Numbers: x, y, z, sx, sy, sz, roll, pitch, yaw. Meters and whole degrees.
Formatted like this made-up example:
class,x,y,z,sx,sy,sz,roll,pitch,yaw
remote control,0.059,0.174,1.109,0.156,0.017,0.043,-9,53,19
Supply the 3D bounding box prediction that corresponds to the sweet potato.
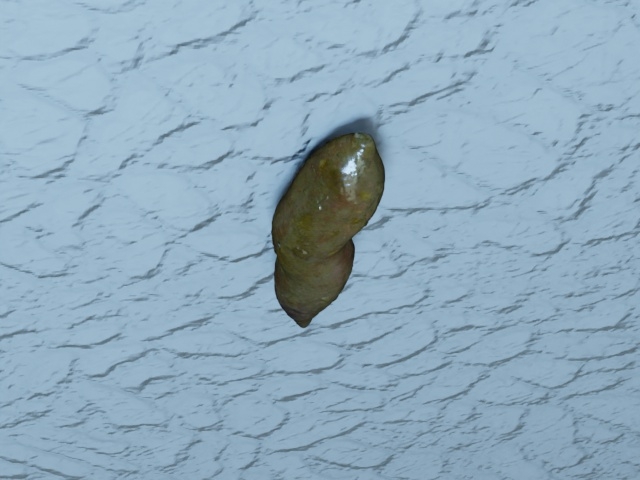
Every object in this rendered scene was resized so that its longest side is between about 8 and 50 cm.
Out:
class,x,y,z,sx,sy,sz,roll,pitch,yaw
sweet potato,-0.003,0.000,1.214,0.065,0.051,0.218,-5,149,-17
